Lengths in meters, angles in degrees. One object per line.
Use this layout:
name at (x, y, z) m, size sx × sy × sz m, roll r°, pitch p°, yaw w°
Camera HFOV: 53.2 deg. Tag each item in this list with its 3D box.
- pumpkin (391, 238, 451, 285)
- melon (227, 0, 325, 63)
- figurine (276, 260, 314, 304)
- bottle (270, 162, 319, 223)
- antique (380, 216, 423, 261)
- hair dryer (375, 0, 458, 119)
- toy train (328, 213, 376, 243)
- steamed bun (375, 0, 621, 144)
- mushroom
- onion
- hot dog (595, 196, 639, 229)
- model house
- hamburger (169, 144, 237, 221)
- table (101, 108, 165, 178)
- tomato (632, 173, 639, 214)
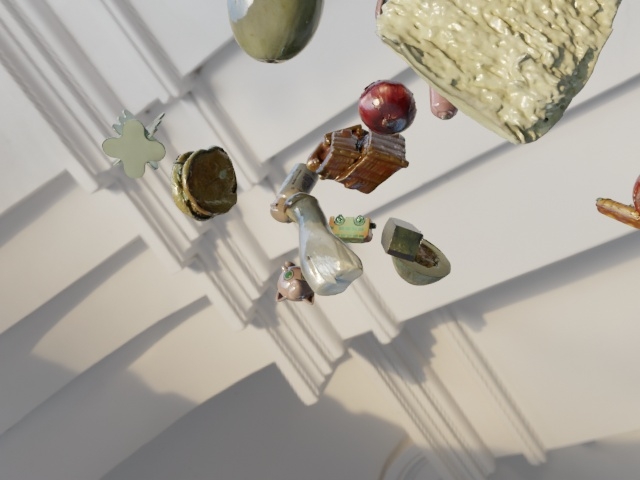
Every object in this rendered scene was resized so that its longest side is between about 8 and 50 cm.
pumpkin at (0.294, 0.071, 1.999) m, size 0.218 × 0.110 × 0.217 m, roll 15°, pitch -142°, yaw -12°
melon at (-0.118, -0.622, 1.669) m, size 0.272 × 0.307 × 0.272 m, roll 30°, pitch -168°, yaw -7°
figurine at (-0.072, 0.134, 1.993) m, size 0.125 × 0.125 × 0.137 m, roll 34°, pitch -127°, yaw -37°
bottle at (-0.088, -0.149, 2.125) m, size 0.110 × 0.097 × 0.209 m, roll 47°, pitch -120°, yaw -32°
antique at (0.215, -0.009, 1.748) m, size 0.080 × 0.081 × 0.221 m, roll 19°, pitch -171°, yaw -4°
hair dryer at (0.232, -0.395, 1.327) m, size 0.211 × 0.125 × 0.352 m, roll 13°, pitch -123°, yaw -18°
toy train at (0.120, -0.045, 2.464) m, size 0.072 × 0.188 × 0.099 m, roll 51°, pitch -134°, yaw -63°
steamed bun at (0.260, -0.300, 0.880) m, size 0.290 × 0.272 × 0.273 m, roll 46°, pitch -165°, yaw 8°
mushroom at (0.000, 0.000, 1.704) m, size 0.122 × 0.159 × 0.328 m, roll 43°, pitch -162°, yaw -51°
onion at (0.146, -0.291, 1.399) m, size 0.131 × 0.131 × 0.131 m, roll 33°, pitch -136°, yaw -38°
hot dog at (0.611, -0.059, 1.294) m, size 0.122 × 0.037 × 0.049 m, roll 38°, pitch 172°, yaw 45°
model house at (0.110, -0.240, 1.761) m, size 0.200 × 0.229 × 0.219 m, roll 27°, pitch -98°, yaw -21°
hamburger at (-0.284, -0.140, 1.521) m, size 0.186 × 0.113 × 0.177 m, roll 31°, pitch -111°, yaw -38°
table at (-0.508, -0.286, 1.799) m, size 0.166 × 0.167 × 0.198 m, roll 47°, pitch -166°, yaw -23°
tomato at (0.648, -0.105, 1.146) m, size 0.139 × 0.159 × 0.091 m, roll 52°, pitch -135°, yaw -27°
